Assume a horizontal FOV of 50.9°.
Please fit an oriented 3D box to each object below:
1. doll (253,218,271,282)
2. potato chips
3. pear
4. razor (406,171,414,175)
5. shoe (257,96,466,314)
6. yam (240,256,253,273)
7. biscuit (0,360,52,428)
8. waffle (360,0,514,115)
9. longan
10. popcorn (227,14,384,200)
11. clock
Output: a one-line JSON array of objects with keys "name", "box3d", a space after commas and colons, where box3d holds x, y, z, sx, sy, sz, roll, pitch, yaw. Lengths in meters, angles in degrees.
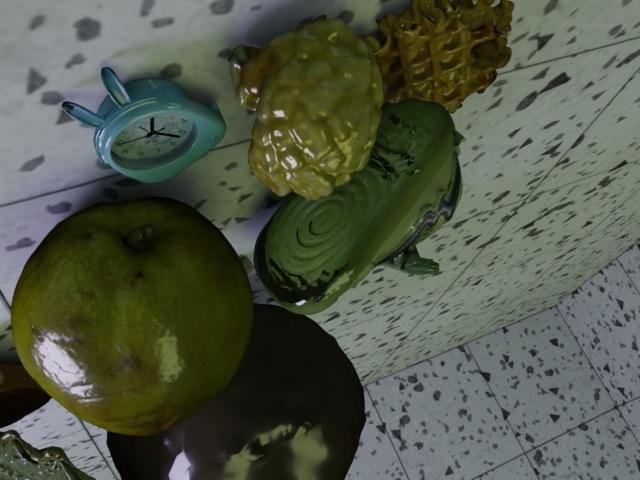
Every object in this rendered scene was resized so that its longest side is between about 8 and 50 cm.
[{"name": "doll", "box3d": [0.000, 0.000, 0.915, 0.177, 0.141, 0.314, -26, 172, -18]}, {"name": "potato chips", "box3d": [-0.398, 0.408, 1.061, 0.358, 0.070, 0.429, -7, 134, 38]}, {"name": "pear", "box3d": [-0.209, 0.087, 0.778, 0.268, 0.269, 0.321, -17, 147, -21]}, {"name": "razor", "box3d": [0.117, -0.101, 0.892, 0.084, 0.036, 0.211, -29, -178, 7]}, {"name": "shoe", "box3d": [0.056, -0.025, 0.693, 0.128, 0.140, 0.262, 38, 87, -32]}, {"name": "yam", "box3d": [-0.172, 0.073, 1.077, 0.145, 0.032, 0.032, -31, 159, 16]}, {"name": "biscuit", "box3d": [-0.554, 0.229, 0.967, 0.343, 0.057, 0.287, -1, 148, -47]}, {"name": "waffle", "box3d": [0.112, -0.188, 0.764, 0.231, 0.051, 0.228, -8, 156, -38]}, {"name": "longan", "box3d": [-0.141, 0.309, 1.156, 0.435, 0.404, 0.404, -22, 159, 2]}, {"name": "popcorn", "box3d": [-0.008, -0.125, 0.635, 0.142, 0.174, 0.173, -14, 157, -14]}, {"name": "clock", "box3d": [-0.165, -0.109, 0.633, 0.108, 0.045, 0.147, -33, 157, 17]}]
